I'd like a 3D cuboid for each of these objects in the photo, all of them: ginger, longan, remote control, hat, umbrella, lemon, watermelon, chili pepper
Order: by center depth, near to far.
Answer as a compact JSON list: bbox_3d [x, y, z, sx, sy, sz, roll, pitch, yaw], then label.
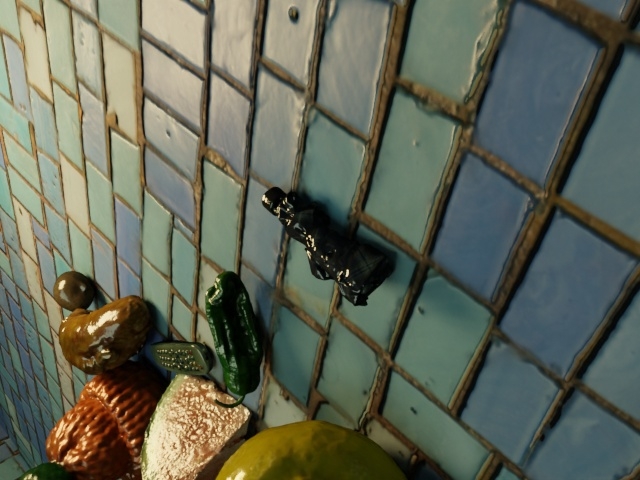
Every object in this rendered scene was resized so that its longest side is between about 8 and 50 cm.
[{"bbox_3d":[-0.001,0.002,0.901,0.224,0.080,0.071,40,173,30],"label":"umbrella"},{"bbox_3d":[-0.015,0.432,0.974,0.348,0.348,0.348,27,131,36],"label":"lemon"},{"bbox_3d":[-0.148,0.169,1.139,0.074,0.100,0.257,6,115,41],"label":"chili pepper"},{"bbox_3d":[-0.246,0.417,1.352,0.310,0.231,0.193,-92,-1,-58],"label":"watermelon"},{"bbox_3d":[-0.301,0.246,1.410,0.222,0.042,0.072,-6,108,49],"label":"remote control"},{"bbox_3d":[-0.498,0.228,1.530,0.321,0.165,0.172,-14,66,42],"label":"ginger"},{"bbox_3d":[-0.535,0.485,1.541,0.285,0.400,0.285,32,137,36],"label":"hat"},{"bbox_3d":[-0.619,0.129,1.661,0.113,0.092,0.113,13,111,35],"label":"longan"}]
